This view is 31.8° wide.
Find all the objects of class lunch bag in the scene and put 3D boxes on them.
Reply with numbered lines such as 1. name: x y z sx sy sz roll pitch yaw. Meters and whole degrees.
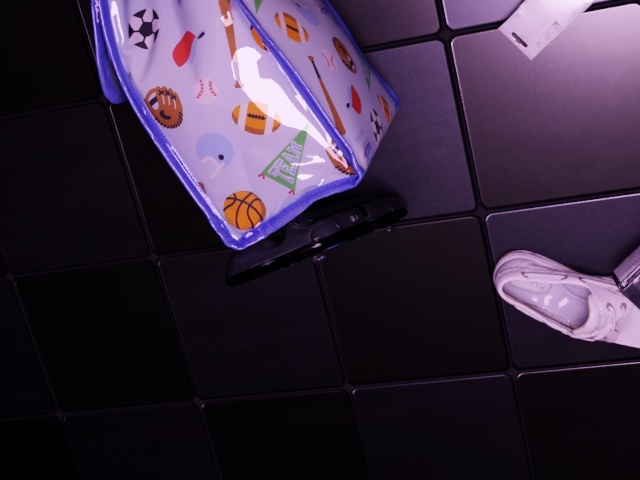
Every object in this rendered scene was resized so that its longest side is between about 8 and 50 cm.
1. lunch bag: -0.108 -0.228 1.368 0.239 0.328 0.385 -30 103 19

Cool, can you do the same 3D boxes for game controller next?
1. game controller: 0.000 0.000 1.445 0.166 0.319 0.067 -33 85 23

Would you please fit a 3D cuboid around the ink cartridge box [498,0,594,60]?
1. ink cartridge box: 0.285 -0.288 1.403 0.063 0.029 0.115 43 117 -6

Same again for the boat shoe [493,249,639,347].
1. boat shoe: 0.364 0.097 1.509 0.277 0.096 0.098 15 112 6

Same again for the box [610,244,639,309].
1. box: 0.577 0.044 1.418 0.295 0.073 0.293 42 106 -7
